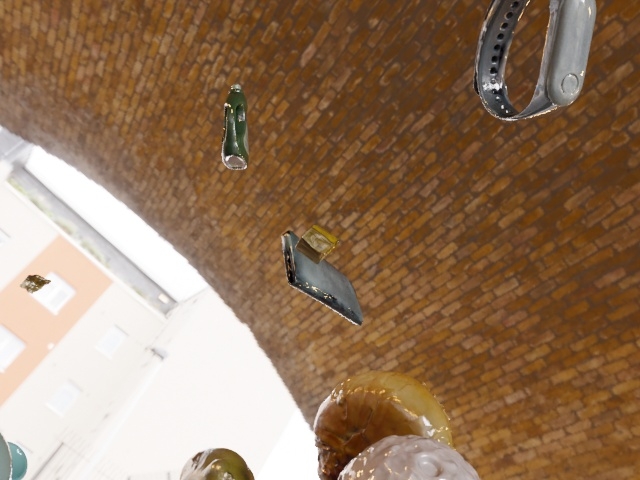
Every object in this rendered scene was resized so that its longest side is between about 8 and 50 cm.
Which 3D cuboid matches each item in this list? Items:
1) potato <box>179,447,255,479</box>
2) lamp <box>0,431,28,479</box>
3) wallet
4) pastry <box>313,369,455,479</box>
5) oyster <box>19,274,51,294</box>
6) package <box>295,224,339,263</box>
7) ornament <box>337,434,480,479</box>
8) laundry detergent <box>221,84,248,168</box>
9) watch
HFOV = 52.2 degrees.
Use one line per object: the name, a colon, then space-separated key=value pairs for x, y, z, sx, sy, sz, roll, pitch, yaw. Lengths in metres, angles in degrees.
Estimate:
potato: x=-0.251 y=0.624 z=1.610 sx=0.203 sy=0.218 sz=0.351 roll=17 pitch=-29 yaw=-8
lamp: x=-0.571 y=0.320 z=0.938 sx=0.284 sy=0.209 sz=0.147 roll=26 pitch=-65 yaw=-18
wallet: x=0.009 y=0.121 z=1.997 sx=0.046 sy=0.190 sz=0.379 roll=-30 pitch=-38 yaw=21
pastry: x=0.174 y=0.547 z=1.757 sx=0.410 sy=0.245 sz=0.409 roll=0 pitch=-91 yaw=31
oyster: x=-0.689 y=0.101 z=1.579 sx=0.051 sy=0.093 sz=0.034 roll=21 pitch=-79 yaw=-6
package: x=0.000 y=0.000 z=1.552 sx=0.071 sy=0.131 sz=0.047 roll=35 pitch=-58 yaw=10
ornament: x=0.177 y=0.575 z=1.369 sx=0.337 sy=0.337 sz=0.337 roll=20 pitch=-40 yaw=17
laundry detergent: x=-0.212 y=-0.294 z=1.630 sx=0.063 sy=0.210 sz=0.137 roll=-1 pitch=-11 yaw=4
watch: x=0.286 y=-0.268 z=0.900 sx=0.193 sy=0.069 sz=0.206 roll=-144 pitch=-127 yaw=-63
